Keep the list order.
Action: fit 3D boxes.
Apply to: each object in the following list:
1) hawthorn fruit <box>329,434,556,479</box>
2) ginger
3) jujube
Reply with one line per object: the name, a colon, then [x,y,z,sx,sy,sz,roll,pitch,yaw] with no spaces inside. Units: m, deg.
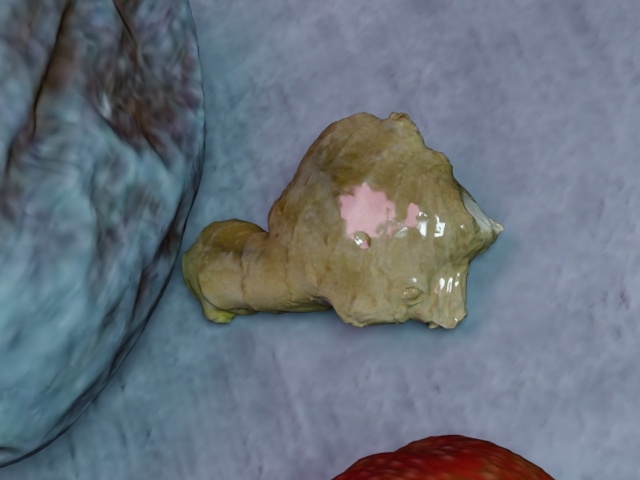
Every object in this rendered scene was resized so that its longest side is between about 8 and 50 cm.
hawthorn fruit: [0.057,0.172,0.565,0.162,0.162,0.203,-47,66,6]
ginger: [0.001,-0.009,0.736,0.165,0.067,0.096,-1,87,35]
jujube: [-0.181,-0.055,0.774,0.215,0.246,0.308,-15,43,34]
